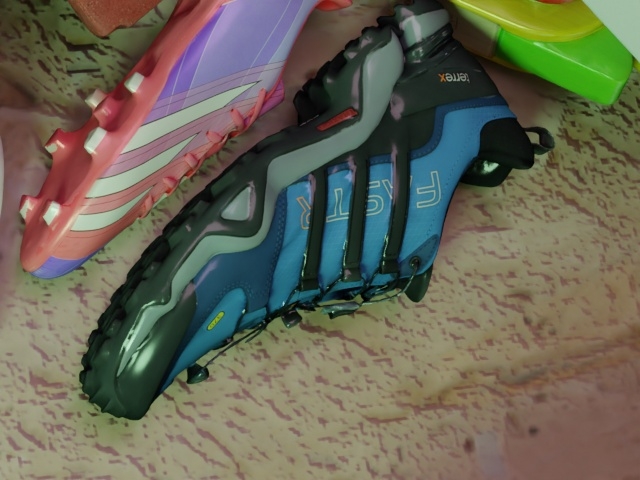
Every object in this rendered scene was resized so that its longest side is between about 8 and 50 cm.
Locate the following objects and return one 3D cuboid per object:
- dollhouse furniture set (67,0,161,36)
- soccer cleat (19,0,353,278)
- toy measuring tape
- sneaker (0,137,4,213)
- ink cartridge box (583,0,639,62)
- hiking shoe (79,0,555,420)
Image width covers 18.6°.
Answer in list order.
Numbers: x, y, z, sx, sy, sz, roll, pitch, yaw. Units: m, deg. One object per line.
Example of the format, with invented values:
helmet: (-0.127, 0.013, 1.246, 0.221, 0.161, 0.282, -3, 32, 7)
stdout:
dollhouse furniture set: (-0.073, -0.294, 1.071, 0.374, 0.201, 0.152, -43, 129, -20)
soccer cleat: (-0.075, -0.072, 1.093, 0.095, 0.083, 0.248, 37, 77, -23)
toy measuring tape: (0.077, -0.186, 1.155, 0.330, 0.121, 0.121, 25, 70, 6)
sneaker: (-0.212, -0.001, 1.057, 0.070, 0.051, 0.134, 10, 76, -15)
ink cartridge box: (0.198, -0.259, 1.088, 0.223, 0.129, 0.307, 42, 38, -21)
hiking shoe: (0.000, 0.000, 1.075, 0.132, 0.113, 0.304, 45, 74, -5)
